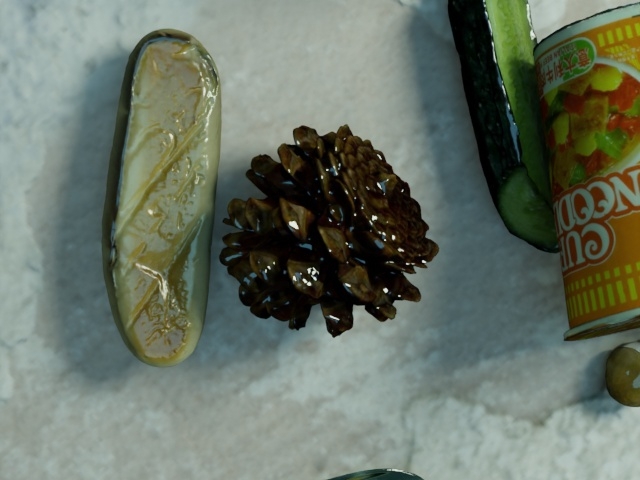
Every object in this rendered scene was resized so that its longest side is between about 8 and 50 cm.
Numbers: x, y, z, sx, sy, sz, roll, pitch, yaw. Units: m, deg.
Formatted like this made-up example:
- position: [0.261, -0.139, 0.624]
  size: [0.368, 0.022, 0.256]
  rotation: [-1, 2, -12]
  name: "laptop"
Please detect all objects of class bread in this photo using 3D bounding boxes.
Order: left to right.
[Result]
- position: [-0.103, -0.027, 0.924]
  size: [0.073, 0.053, 0.214]
  rotation: [3, 95, -11]
  name: "bread"

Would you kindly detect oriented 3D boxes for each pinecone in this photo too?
- position: [0.001, -0.001, 0.901]
  size: [0.121, 0.140, 0.140]
  rotation: [-32, 102, 28]
  name: "pinecone"

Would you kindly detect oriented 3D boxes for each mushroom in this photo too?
- position: [0.299, -0.009, 0.983]
  size: [0.068, 0.043, 0.306]
  rotation: [36, 91, -30]
  name: "mushroom"

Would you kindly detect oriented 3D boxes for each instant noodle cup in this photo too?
- position: [0.210, -0.045, 0.899]
  size: [0.168, 0.168, 0.185]
  rotation: [-12, 82, -5]
  name: "instant noodle cup"

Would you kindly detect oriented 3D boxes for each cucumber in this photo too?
- position: [0.121, -0.086, 0.938]
  size: [0.046, 0.070, 0.220]
  rotation: [-11, 99, 25]
  name: "cucumber"

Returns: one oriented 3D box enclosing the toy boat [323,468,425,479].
- position: [0.010, 0.187, 0.967]
  size: [0.141, 0.060, 0.055]
  rotation: [-15, 99, -11]
  name: "toy boat"
